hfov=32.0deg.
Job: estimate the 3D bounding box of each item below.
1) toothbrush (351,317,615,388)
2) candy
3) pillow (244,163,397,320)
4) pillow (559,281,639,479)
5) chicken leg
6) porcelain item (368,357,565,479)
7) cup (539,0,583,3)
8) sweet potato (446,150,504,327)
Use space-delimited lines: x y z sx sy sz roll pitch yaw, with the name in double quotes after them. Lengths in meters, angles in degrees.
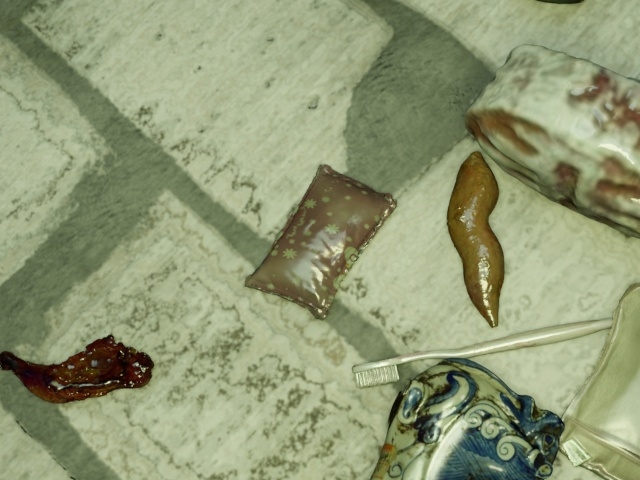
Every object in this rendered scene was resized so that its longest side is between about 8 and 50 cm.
0.187 0.129 1.287 0.307 0.025 0.030 -12 80 7 "toothbrush"
0.308 -0.109 1.237 0.289 0.214 0.157 30 79 20 "candy"
0.000 0.000 1.348 0.118 0.043 0.185 27 80 18 "pillow"
0.358 0.161 1.239 0.130 0.038 0.233 25 80 14 "pillow"
-0.301 0.159 1.352 0.205 0.053 0.093 -5 50 1 "chicken leg"
0.134 0.274 1.208 0.186 0.138 0.288 26 75 3 "porcelain item"
0.291 -0.368 1.350 0.199 0.199 0.150 8 93 12 "cup"
0.182 -0.003 1.312 0.065 0.051 0.219 -4 73 6 "sweet potato"
